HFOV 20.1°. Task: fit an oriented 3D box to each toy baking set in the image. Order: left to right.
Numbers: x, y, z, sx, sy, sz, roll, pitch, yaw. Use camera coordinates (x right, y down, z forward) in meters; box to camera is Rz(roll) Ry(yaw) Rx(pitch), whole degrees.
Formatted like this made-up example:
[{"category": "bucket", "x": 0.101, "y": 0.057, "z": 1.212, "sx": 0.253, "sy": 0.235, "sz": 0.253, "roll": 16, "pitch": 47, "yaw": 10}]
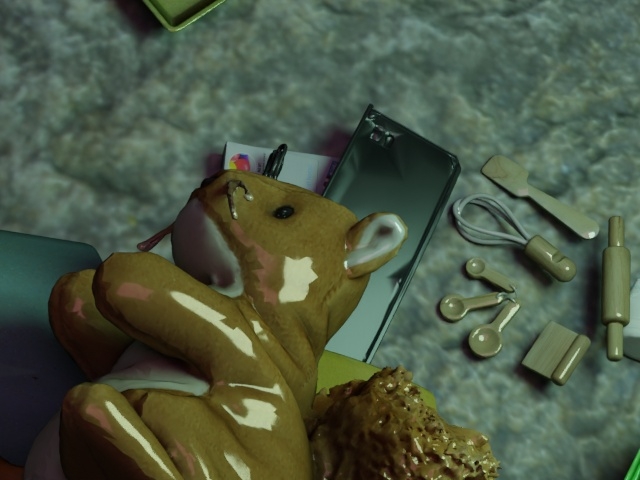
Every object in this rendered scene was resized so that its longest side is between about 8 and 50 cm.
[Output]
[{"category": "toy baking set", "x": 0.229, "y": 0.025, "z": 1.887, "sx": 0.197, "sy": 0.030, "sz": 0.256, "roll": 8, "pitch": 66, "yaw": 5}]

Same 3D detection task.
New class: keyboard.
[{"category": "keyboard", "x": 0.000, "y": 0.000, "z": 1.829, "sx": 0.201, "sy": 0.033, "sz": 0.317, "roll": 30, "pitch": 67, "yaw": -6}]

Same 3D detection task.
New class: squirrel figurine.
[{"category": "squirrel figurine", "x": -0.045, "y": 0.142, "z": 1.472, "sx": 0.397, "sy": 0.281, "sz": 0.370, "roll": 41, "pitch": 52, "yaw": -8}]

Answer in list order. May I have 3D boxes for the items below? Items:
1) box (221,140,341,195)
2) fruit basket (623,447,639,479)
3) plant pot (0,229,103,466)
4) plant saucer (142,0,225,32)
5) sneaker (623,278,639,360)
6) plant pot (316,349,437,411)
[{"category": "box", "x": -0.014, "y": -0.019, "z": 1.870, "sx": 0.186, "sy": 0.038, "sz": 0.145, "roll": 7, "pitch": 68, "yaw": -9}, {"category": "fruit basket", "x": 0.464, "y": 0.272, "z": 1.675, "sx": 0.392, "sy": 0.392, "sz": 0.283, "roll": 32, "pitch": 62, "yaw": 2}, {"category": "plant pot", "x": -0.372, "y": 0.116, "z": 1.605, "sx": 0.334, "sy": 0.341, "sz": 0.341, "roll": 4, "pitch": 68, "yaw": -18}, {"category": "plant saucer", "x": -0.148, "y": -0.329, "z": 1.958, "sx": 0.188, "sy": 0.045, "sz": 0.188, "roll": -36, "pitch": 80, "yaw": -21}, {"category": "sneaker", "x": 0.419, "y": 0.097, "z": 1.894, "sx": 0.212, "sy": 0.080, "sz": 0.094, "roll": 19, "pitch": 61, "yaw": -1}, {"category": "plant pot", "x": 0.004, "y": 0.226, "z": 1.696, "sx": 0.187, "sy": 0.212, "sz": 0.212, "roll": 5, "pitch": 65, "yaw": -25}]
